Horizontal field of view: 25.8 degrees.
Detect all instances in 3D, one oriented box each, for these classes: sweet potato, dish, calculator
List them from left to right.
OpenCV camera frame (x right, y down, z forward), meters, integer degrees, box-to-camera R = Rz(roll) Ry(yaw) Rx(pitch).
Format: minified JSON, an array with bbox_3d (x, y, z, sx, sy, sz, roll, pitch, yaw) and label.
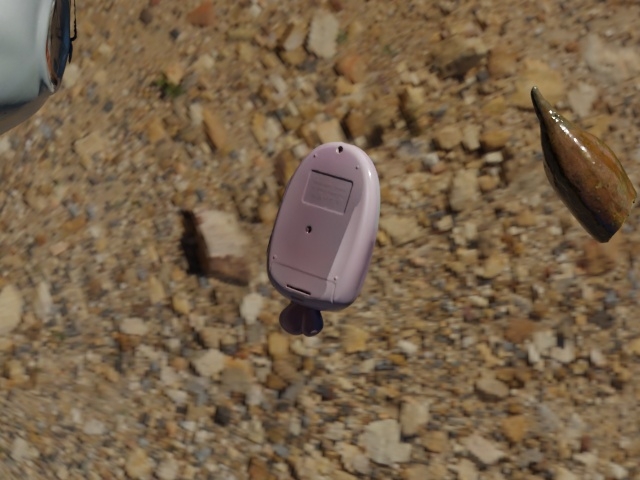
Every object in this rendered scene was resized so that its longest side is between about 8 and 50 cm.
[{"bbox_3d":[-0.282,-0.196,1.332,0.081,0.229,0.229,7,83,1],"label":"dish"},{"bbox_3d":[0.000,0.000,1.151,0.024,0.103,0.166,10,96,-51],"label":"calculator"},{"bbox_3d":[0.173,-0.055,0.941,0.049,0.049,0.117,-39,104,-17],"label":"sweet potato"}]
